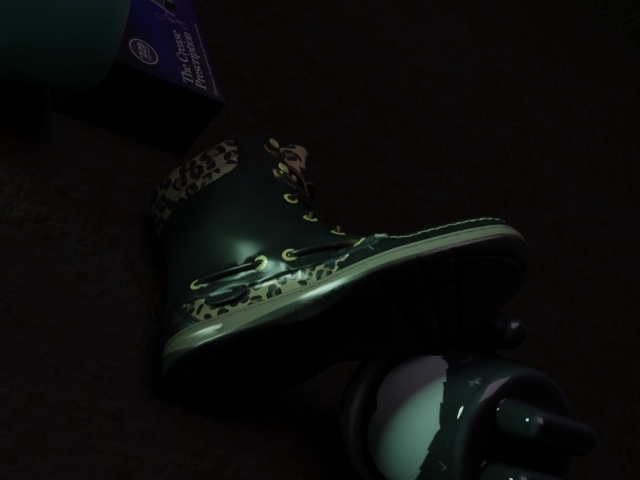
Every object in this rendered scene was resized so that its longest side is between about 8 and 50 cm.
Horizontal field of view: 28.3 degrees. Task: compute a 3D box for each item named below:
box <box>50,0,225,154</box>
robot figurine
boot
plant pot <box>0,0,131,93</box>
[{"bbox_3d":[-0.239,-0.249,1.540,0.184,0.103,0.261,15,40,-36],"label":"box"},{"bbox_3d":[0.139,0.193,1.279,0.209,0.278,0.173,-40,118,-26],"label":"robot figurine"},{"bbox_3d":[0.000,0.000,1.313,0.284,0.378,0.138,-110,178,-47],"label":"boot"},{"bbox_3d":[-0.354,-0.302,1.294,0.235,0.293,0.293,-1,50,-31],"label":"plant pot"}]
